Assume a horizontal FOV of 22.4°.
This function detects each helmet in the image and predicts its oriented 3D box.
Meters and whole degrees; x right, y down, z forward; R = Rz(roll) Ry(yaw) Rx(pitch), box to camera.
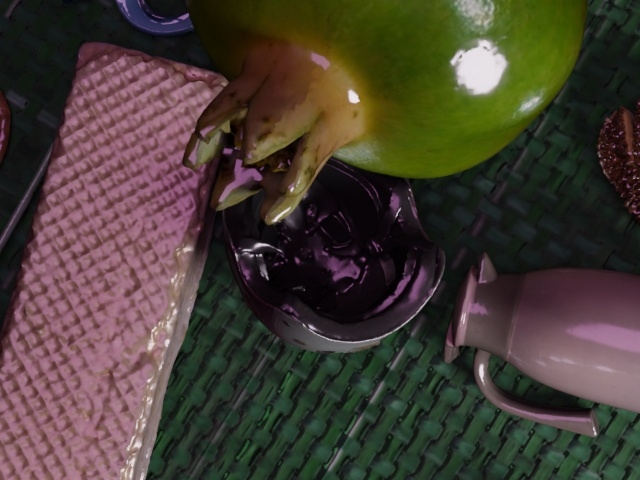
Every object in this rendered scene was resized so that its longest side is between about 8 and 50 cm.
[{"bbox_3d":[0.001,0.013,1.240,0.153,0.107,0.177,-20,65,-20],"label":"helmet"}]

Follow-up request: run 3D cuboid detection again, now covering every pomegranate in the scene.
[{"bbox_3d":[0.040,-0.176,1.157,0.309,0.216,0.359,39,58,-7],"label":"pomegranate"}]

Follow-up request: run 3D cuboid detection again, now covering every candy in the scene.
[{"bbox_3d":[-0.259,0.008,1.289,0.061,0.061,0.203,26,79,5],"label":"candy"}]

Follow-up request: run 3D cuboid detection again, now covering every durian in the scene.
[{"bbox_3d":[0.273,-0.050,1.252,0.110,0.071,0.140,-6,90,3],"label":"durian"}]

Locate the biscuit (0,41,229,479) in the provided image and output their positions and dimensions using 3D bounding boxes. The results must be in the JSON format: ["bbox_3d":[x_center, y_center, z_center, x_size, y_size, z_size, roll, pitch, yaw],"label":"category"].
[{"bbox_3d":[-0.172,0.064,1.259,0.144,0.078,0.426,16,87,3],"label":"biscuit"}]

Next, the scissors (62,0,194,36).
[{"bbox_3d":[-0.062,-0.324,1.306,0.393,0.032,0.180,-42,92,-1],"label":"scissors"}]

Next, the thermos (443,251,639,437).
[{"bbox_3d":[0.192,0.083,1.236,0.193,0.105,0.137,11,117,7],"label":"thermos"}]

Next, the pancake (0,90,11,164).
[{"bbox_3d":[-0.306,-0.088,1.312,0.114,0.011,0.115,0,84,2],"label":"pancake"}]
